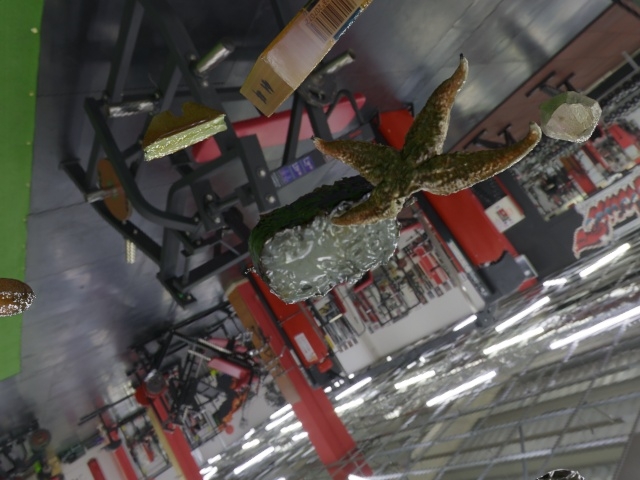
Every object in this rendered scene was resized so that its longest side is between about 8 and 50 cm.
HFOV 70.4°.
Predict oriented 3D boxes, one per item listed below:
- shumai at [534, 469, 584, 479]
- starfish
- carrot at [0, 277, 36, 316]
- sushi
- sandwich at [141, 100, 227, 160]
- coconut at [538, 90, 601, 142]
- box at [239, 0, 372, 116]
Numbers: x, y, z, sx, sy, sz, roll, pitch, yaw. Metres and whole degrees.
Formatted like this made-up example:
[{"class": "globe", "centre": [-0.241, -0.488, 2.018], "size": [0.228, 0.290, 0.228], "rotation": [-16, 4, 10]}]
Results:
[{"class": "shumai", "centre": [0.356, 0.470, 0.774], "size": [0.218, 0.185, 0.184], "rotation": [-59, 176, -30]}, {"class": "starfish", "centre": [0.104, -0.102, 0.504], "size": [0.247, 0.138, 0.050], "rotation": [-21, 159, 30]}, {"class": "carrot", "centre": [-0.506, 0.081, 0.647], "size": [0.060, 0.060, 0.186], "rotation": [-35, 163, 15]}, {"class": "sushi", "centre": [0.000, 0.000, 0.941], "size": [0.343, 0.197, 0.182], "rotation": [-25, -160, -7]}, {"class": "sandwich", "centre": [-0.379, -0.307, 1.223], "size": [0.244, 0.088, 0.090], "rotation": [-26, 167, -15]}, {"class": "coconut", "centre": [0.535, -0.270, 0.988], "size": [0.110, 0.124, 0.110], "rotation": [-48, 153, -34]}, {"class": "box", "centre": [-0.011, -0.305, 0.672], "size": [0.237, 0.070, 0.152], "rotation": [-51, -165, -13]}]
